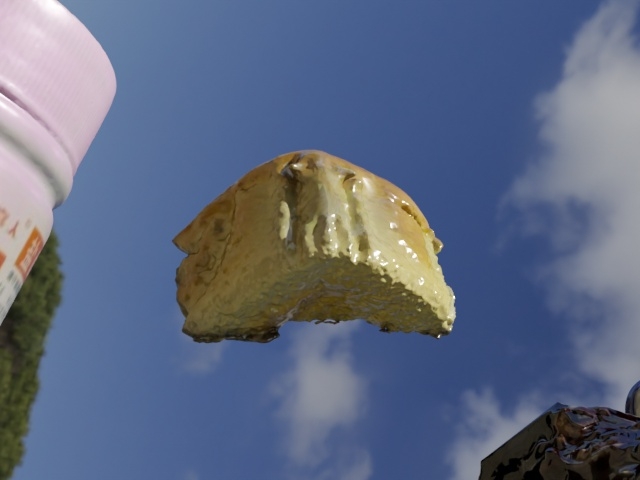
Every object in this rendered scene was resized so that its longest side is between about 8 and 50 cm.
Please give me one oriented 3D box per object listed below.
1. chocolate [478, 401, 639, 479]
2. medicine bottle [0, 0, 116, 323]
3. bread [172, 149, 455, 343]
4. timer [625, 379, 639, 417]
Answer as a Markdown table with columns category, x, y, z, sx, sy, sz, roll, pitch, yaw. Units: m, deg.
| category | x | y | z | sx | sy | sz | roll | pitch | yaw |
| --- | --- | --- | --- | --- | --- | --- | --- | --- | --- |
| chocolate | 0.259 | 0.219 | 0.773 | 0.206 | 0.224 | 0.177 | -32 | 171 | -19 |
| medicine bottle | -0.288 | -0.019 | 0.679 | 0.202 | 0.202 | 0.316 | -16 | -134 | 60 |
| bread | -0.005 | -0.005 | 0.885 | 0.133 | 0.251 | 0.174 | 96 | -7 | -45 |
| timer | 0.597 | 0.231 | 1.425 | 0.270 | 0.383 | 0.271 | 176 | -90 | -74 |
